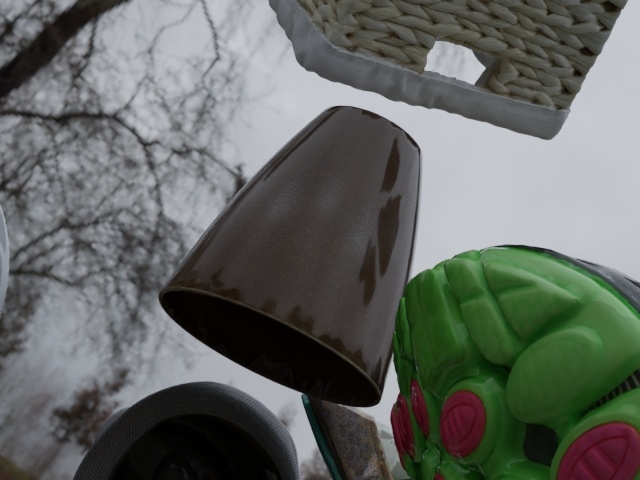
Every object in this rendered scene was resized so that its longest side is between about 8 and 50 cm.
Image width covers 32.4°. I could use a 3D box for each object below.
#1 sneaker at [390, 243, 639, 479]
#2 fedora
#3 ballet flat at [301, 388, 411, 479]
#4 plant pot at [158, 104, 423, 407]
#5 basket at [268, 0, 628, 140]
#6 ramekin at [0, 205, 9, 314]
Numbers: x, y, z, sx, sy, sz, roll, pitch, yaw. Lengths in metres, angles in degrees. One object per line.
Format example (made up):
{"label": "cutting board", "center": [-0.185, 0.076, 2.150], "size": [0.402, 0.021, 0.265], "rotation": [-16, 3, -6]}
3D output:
{"label": "sneaker", "center": [0.157, 0.110, 0.692], "size": [0.483, 0.202, 0.185], "rotation": [89, -13, -74]}
{"label": "fedora", "center": [-0.154, 0.258, 1.175], "size": [0.275, 0.243, 0.124], "rotation": [40, -8, -30]}
{"label": "ballet flat", "center": [0.077, 0.259, 1.023], "size": [0.107, 0.106, 0.316], "rotation": [74, -5, -60]}
{"label": "plant pot", "center": [0.000, 0.000, 1.005], "size": [0.215, 0.230, 0.215], "rotation": [22, -20, 9]}
{"label": "basket", "center": [0.134, -0.323, 1.225], "size": [0.328, 0.266, 0.331], "rotation": [11, 32, -27]}
{"label": "ramekin", "center": [-0.448, 0.025, 1.049], "size": [0.277, 0.277, 0.135], "rotation": [24, 1, 25]}
